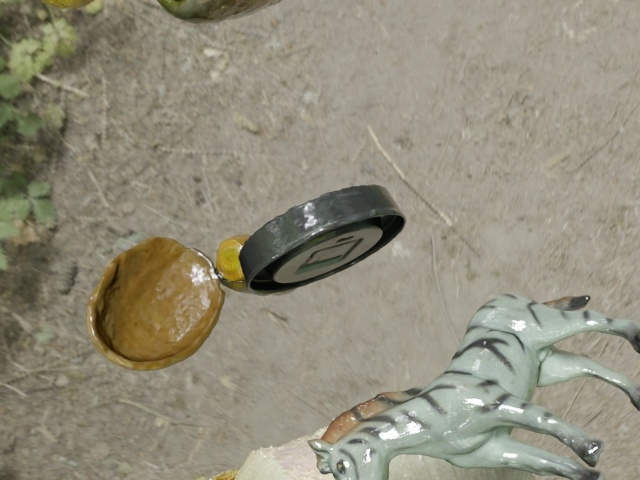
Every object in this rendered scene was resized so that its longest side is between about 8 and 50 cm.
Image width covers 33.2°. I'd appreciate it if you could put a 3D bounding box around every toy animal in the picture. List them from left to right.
[{"bbox_3d":[0.132,0.123,0.763,0.255,0.090,0.170,-29,42,-30],"label":"toy animal"}]

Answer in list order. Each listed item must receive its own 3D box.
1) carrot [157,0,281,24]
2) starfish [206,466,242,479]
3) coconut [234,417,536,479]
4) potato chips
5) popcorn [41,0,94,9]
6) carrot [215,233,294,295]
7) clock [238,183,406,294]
[{"bbox_3d":[-0.049,-0.323,1.149,0.302,0.139,0.139,-28,70,-29],"label":"carrot"},{"bbox_3d":[-0.023,0.311,1.343,0.227,0.240,0.043,5,70,12],"label":"starfish"},{"bbox_3d":[0.064,0.300,1.017,0.297,0.309,0.297,2,85,-21],"label":"coconut"},{"bbox_3d":[-0.204,0.080,1.316,0.150,0.049,0.202,37,51,-11],"label":"potato chips"},{"bbox_3d":[-0.412,-0.458,1.715,0.170,0.180,0.180,41,83,-11],"label":"popcorn"},{"bbox_3d":[-0.086,0.035,1.474,0.082,0.173,0.082,-2,84,20],"label":"carrot"},{"bbox_3d":[0.000,0.000,1.133,0.184,0.184,0.040,-25,75,1],"label":"clock"}]
